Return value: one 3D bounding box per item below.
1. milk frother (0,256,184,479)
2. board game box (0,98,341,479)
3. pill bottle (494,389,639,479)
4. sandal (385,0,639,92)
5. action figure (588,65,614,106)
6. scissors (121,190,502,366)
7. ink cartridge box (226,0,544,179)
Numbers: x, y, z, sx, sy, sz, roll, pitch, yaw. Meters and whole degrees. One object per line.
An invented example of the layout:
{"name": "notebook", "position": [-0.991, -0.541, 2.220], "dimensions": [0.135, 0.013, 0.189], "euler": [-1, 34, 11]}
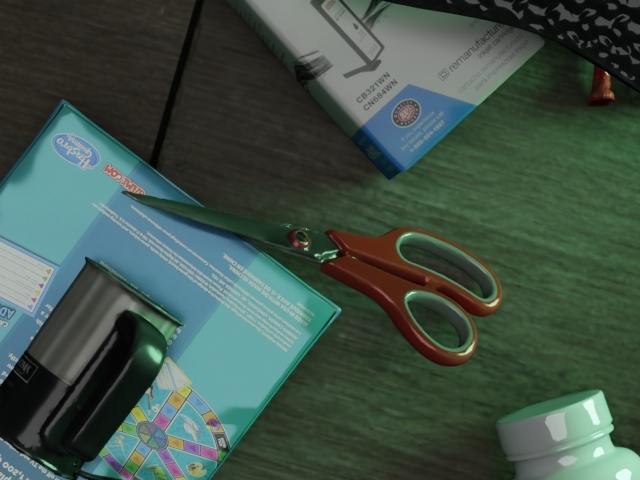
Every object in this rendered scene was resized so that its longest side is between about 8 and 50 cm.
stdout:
{"name": "milk frother", "position": [-0.136, 0.110, 1.287], "dimensions": [0.135, 0.129, 0.143], "euler": [-55, 135, -2]}
{"name": "board game box", "position": [-0.188, 0.107, 1.361], "dimensions": [0.254, 0.079, 0.336], "euler": [38, 87, -2]}
{"name": "pill bottle", "position": [0.194, 0.211, 1.360], "dimensions": [0.112, 0.112, 0.186], "euler": [-17, 90, -3]}
{"name": "sandal", "position": [0.198, -0.197, 1.298], "dimensions": [0.446, 0.107, 0.167], "euler": [21, 105, 0]}
{"name": "action figure", "position": [0.238, -0.247, 1.367], "dimensions": [0.091, 0.139, 0.280], "euler": [-2, 86, -4]}
{"name": "scissors", "position": [0.000, 0.000, 1.357], "dimensions": [0.297, 0.021, 0.109], "euler": [26, 50, -10]}
{"name": "ink cartridge box", "position": [0.041, -0.169, 1.376], "dimensions": [0.148, 0.086, 0.203], "euler": [-43, 92, -3]}
